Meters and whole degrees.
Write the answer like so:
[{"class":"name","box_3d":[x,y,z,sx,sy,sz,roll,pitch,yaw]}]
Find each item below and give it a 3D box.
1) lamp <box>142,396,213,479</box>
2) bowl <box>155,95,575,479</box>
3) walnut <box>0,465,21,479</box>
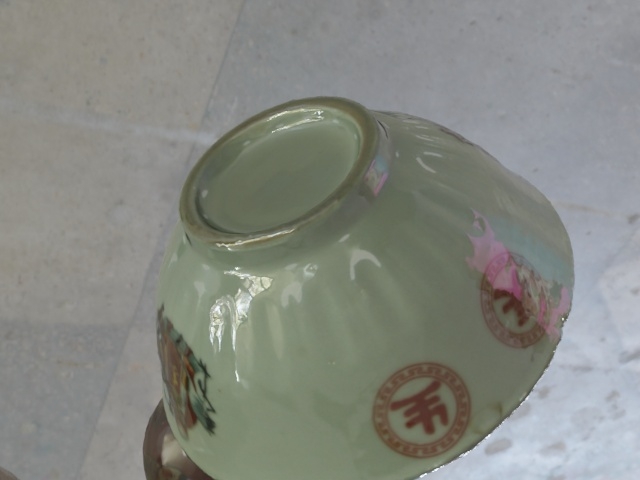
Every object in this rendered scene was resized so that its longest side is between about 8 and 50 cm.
[{"class":"lamp","box_3d":[-0.078,0.183,0.771,0.157,0.156,0.135,12,154,-33]},{"class":"bowl","box_3d":[0.000,0.000,0.654,0.337,0.337,0.157,-24,130,7]},{"class":"walnut","box_3d":[-0.291,0.254,0.655,0.167,0.207,0.167,12,135,13]}]
